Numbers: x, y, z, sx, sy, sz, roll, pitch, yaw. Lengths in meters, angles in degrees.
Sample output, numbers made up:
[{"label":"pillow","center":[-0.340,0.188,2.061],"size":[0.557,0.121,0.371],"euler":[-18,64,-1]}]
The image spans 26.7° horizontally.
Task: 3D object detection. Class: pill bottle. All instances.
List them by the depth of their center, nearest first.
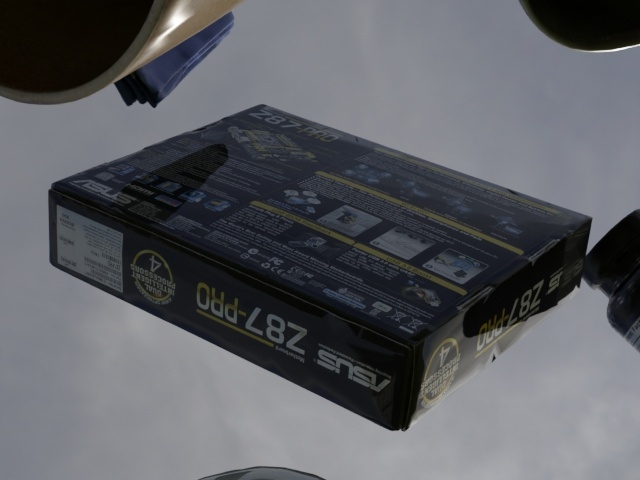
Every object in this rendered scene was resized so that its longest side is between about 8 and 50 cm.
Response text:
[{"label":"pill bottle","center":[0.365,0.075,1.336],"size":[0.123,0.123,0.219],"euler":[-39,-108,-13]}]

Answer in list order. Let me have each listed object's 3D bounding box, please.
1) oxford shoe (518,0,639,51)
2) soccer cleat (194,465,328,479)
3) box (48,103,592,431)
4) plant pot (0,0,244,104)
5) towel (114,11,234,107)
[{"label":"oxford shoe","center":[0.261,-0.210,0.660],"size":[0.169,0.449,0.130],"euler":[28,-122,-28]},{"label":"soccer cleat","center":[0.005,0.157,0.526],"size":[0.116,0.143,0.331],"euler":[-16,-44,9]},{"label":"box","center":[0.000,0.000,1.233],"size":[0.318,0.395,0.097],"euler":[-31,-46,-48]},{"label":"plant pot","center":[-0.057,-0.210,0.609],"size":[0.254,0.237,0.237],"euler":[-28,-73,-42]},{"label":"towel","center":[-0.188,-0.315,1.285],"size":[0.040,0.243,0.336],"euler":[-12,-67,26]}]
